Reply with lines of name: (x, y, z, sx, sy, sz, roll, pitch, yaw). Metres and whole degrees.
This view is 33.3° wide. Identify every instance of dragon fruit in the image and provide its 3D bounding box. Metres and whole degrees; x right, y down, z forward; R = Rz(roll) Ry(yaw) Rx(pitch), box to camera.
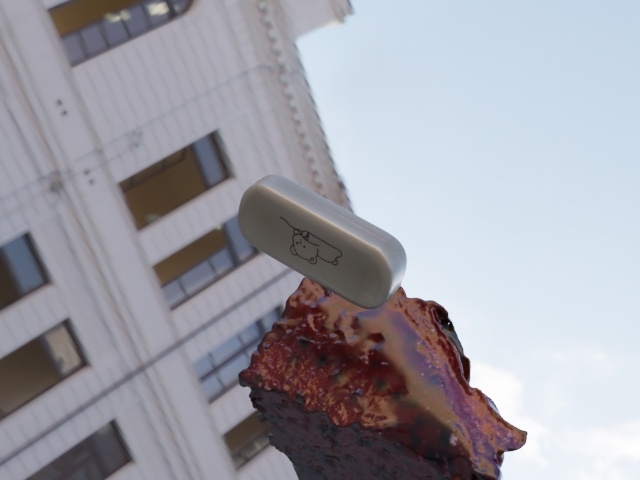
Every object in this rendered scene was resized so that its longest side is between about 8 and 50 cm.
dragon fruit: (0.113, 0.203, 1.276, 0.329, 0.228, 0.286, 15, -38, 31)

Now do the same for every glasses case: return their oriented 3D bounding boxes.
glasses case: (0.000, 0.000, 1.148, 0.196, 0.050, 0.083, 28, -56, 20)
